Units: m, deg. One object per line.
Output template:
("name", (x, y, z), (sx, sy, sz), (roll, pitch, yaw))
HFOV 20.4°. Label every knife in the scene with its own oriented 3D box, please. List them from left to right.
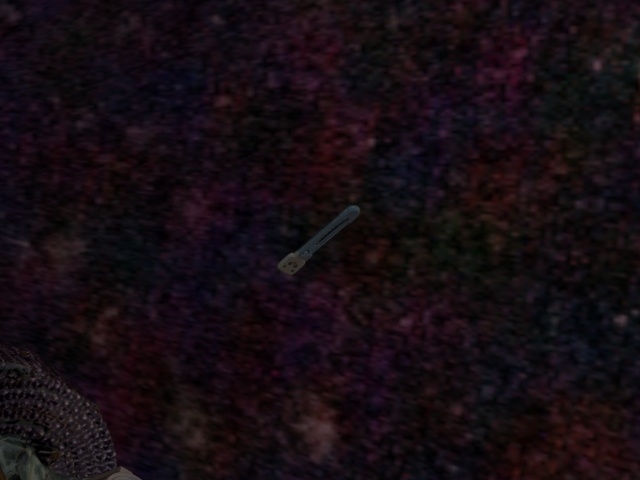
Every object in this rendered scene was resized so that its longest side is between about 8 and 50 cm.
("knife", (0.000, 0.000, 1.653), (0.096, 0.010, 0.027), (-41, 144, 14))

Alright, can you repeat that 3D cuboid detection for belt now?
("belt", (-0.324, 0.252, 1.628), (0.260, 0.122, 0.325), (15, 98, -38))

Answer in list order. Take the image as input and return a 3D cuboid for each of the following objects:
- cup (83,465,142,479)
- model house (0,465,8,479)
("cup", (-0.195, 0.240, 1.536), (0.074, 0.116, 0.104), (36, 35, -22))
("model house", (-0.268, 0.237, 1.300), (0.175, 0.193, 0.234), (-39, 152, -4))
